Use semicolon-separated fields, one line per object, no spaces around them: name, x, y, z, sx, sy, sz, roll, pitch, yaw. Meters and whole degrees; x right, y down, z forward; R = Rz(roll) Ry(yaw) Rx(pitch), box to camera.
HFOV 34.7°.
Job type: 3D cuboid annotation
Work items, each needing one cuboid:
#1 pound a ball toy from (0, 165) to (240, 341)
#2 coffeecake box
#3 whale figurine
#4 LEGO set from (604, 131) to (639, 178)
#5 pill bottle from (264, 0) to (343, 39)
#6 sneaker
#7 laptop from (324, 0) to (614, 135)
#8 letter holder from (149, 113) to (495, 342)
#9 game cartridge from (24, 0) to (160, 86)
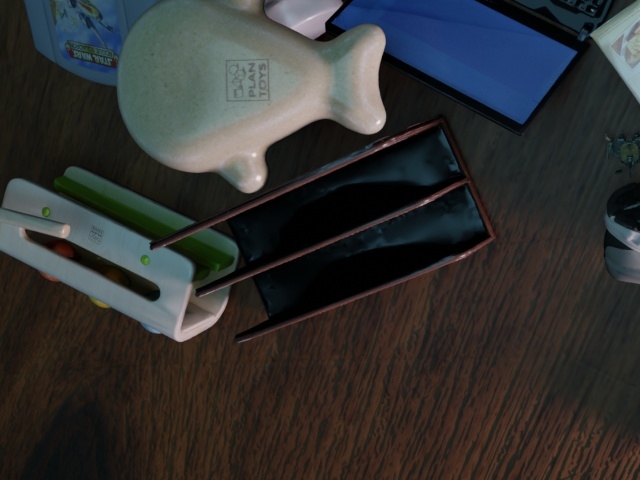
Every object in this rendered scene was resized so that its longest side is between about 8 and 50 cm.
pound a ball toy;-0.289;0.019;1.234;0.319;0.208;0.135;24;109;17
coffeecake box;0.343;-0.139;0.958;0.068;0.142;0.185;-36;85;26
whale figurine;-0.062;-0.156;1.015;0.272;0.141;0.216;-1;95;16
LEGO set;0.326;-0.085;1.048;0.054;0.023;0.083;-35;99;28
pill bottle;-0.085;-0.338;1.098;0.152;0.152;0.272;-30;89;26
sneaker;0.411;0.018;1.001;0.271;0.100;0.108;13;137;15
laptop;0.172;-0.278;1.007;0.234;0.136;0.264;31;112;14
letter holder;0.000;0.000;1.098;0.302;0.214;0.152;-22;92;26
game cartridge;-0.253;-0.278;1.166;0.297;0.062;0.198;20;122;42
